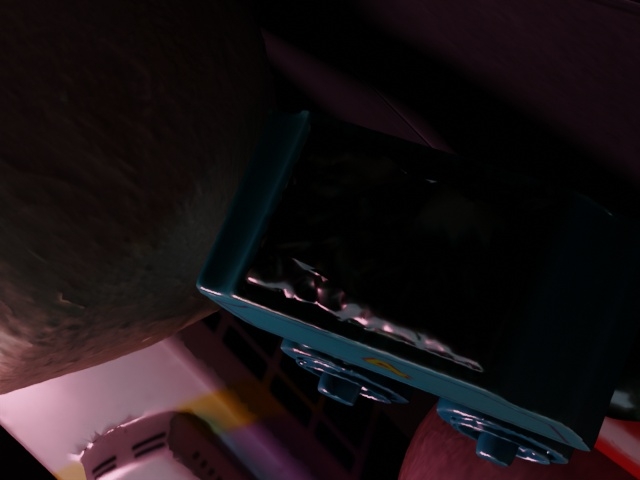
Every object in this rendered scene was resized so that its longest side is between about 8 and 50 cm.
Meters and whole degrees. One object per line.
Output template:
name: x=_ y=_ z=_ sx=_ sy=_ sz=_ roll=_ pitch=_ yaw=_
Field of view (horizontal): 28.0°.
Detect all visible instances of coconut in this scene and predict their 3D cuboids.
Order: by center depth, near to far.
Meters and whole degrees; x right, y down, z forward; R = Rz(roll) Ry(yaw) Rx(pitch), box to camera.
coconut: x=-0.138 y=-0.054 z=0.597 sx=0.247 sy=0.245 sz=0.245 roll=46 pitch=175 yaw=-21

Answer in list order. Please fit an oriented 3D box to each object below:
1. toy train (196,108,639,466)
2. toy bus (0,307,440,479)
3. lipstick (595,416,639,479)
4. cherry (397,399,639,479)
toy train: x=0.047 y=0.021 z=0.535 sx=0.198 sy=0.107 sz=0.154 roll=19 pitch=169 yaw=22
toy bus: x=-0.100 y=0.070 z=0.921 sx=0.440 sy=0.209 sz=0.249 roll=49 pitch=-146 yaw=-19
lipstick: x=0.145 y=0.068 z=0.645 sx=0.280 sy=0.073 sz=0.073 roll=36 pitch=177 yaw=13
cherry: x=0.159 y=0.202 z=0.778 sx=0.261 sy=0.221 sz=0.307 roll=-155 pitch=58 yaw=-63
